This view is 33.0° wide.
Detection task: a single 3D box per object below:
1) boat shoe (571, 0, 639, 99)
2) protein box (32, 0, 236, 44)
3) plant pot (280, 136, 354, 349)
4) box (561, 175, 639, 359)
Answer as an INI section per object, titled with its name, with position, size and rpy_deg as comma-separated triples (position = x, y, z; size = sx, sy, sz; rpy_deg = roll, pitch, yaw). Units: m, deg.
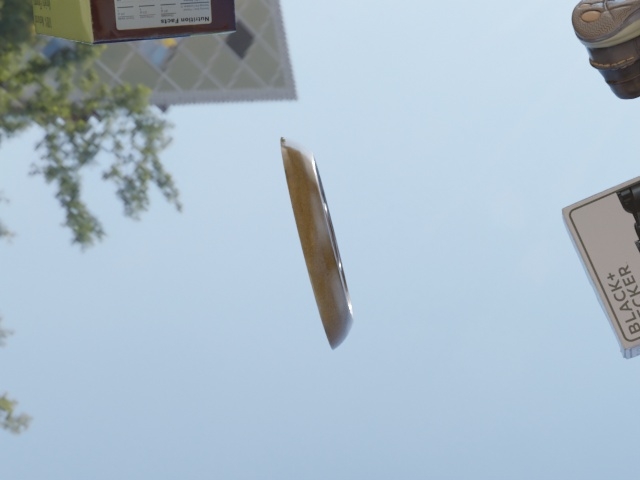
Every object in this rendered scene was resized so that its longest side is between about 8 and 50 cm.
[boat shoe]
position = 0.439, -0.275, 1.255
size = 0.355, 0.130, 0.132
rpy_deg = -30, -155, -18
[protein box]
position = -0.181, -0.290, 0.989
size = 0.199, 0.135, 0.201
rpy_deg = 24, -61, 59
[plant pot]
position = 0.000, 0.000, 1.169
size = 0.032, 0.236, 0.236
rpy_deg = -13, -136, 3
[box]
position = 0.419, -0.007, 1.131
size = 0.289, 0.087, 0.169
rpy_deg = -23, -107, 11
